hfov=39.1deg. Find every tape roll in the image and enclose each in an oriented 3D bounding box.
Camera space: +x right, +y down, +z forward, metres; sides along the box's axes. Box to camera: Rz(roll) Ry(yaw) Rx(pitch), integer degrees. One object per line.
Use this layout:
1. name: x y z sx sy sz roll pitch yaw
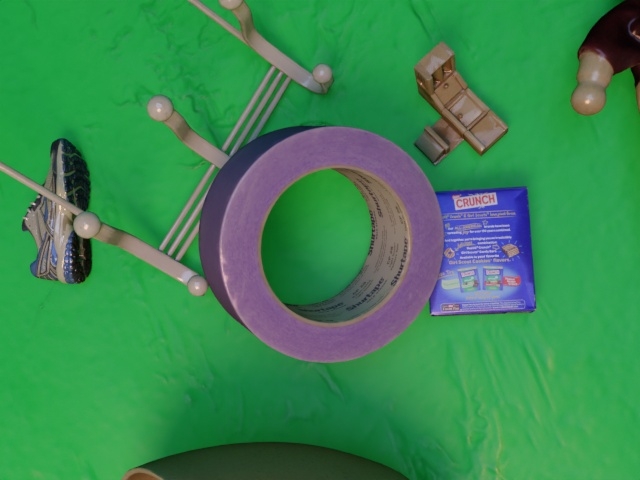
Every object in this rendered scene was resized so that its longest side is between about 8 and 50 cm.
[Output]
1. tape roll: 0.000 0.000 0.740 0.189 0.080 0.189 -3 98 -19

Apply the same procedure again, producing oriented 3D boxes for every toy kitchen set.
1. toy kitchen set: 0.110 -0.110 0.784 0.068 0.075 0.083 -43 77 1

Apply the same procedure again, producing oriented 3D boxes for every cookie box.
1. cookie box: 0.137 0.011 0.784 0.092 0.040 0.107 -3 83 5

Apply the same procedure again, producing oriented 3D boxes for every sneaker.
1. sneaker: -0.247 -0.027 0.825 0.058 0.052 0.135 -3 82 10

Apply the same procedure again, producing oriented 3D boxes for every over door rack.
1. over door rack: -0.175 -0.129 0.752 0.324 0.108 0.239 32 83 -13

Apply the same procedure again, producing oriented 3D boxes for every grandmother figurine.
1. grandmother figurine: 0.303 -0.137 0.762 0.208 0.104 0.342 -4 78 -22

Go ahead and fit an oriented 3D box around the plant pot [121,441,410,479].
1. plant pot: -0.004 0.269 0.676 0.191 0.284 0.284 -18 80 -31
